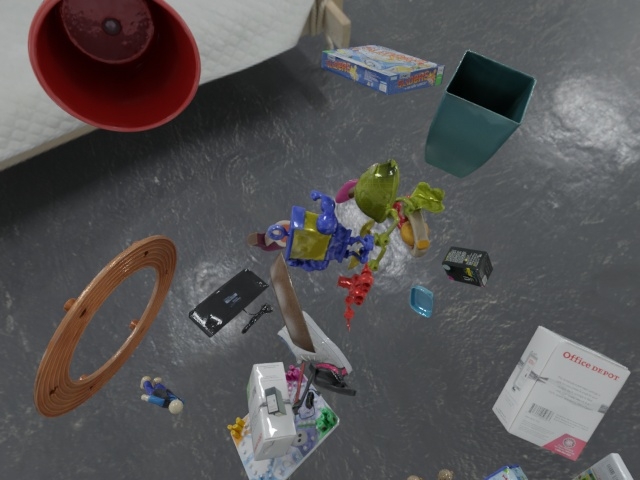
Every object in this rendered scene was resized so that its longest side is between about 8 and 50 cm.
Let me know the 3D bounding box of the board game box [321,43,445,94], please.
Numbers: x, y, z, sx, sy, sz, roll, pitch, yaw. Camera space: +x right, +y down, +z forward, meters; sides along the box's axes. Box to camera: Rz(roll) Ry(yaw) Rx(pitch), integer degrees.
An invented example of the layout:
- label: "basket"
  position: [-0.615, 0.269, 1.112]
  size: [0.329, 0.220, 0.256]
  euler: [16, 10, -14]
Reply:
- label: "board game box"
  position: [0.114, -0.331, 0.788]
  size: [0.136, 0.035, 0.201]
  euler: [-21, 43, -28]

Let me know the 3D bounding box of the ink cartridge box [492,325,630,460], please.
- label: "ink cartridge box"
  position: [0.633, 0.403, 1.102]
  size: [0.208, 0.117, 0.282]
  euler: [25, 98, -2]

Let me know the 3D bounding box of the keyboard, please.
- label: "keyboard"
  position: [-0.296, 0.240, 1.487]
  size: [0.202, 0.033, 0.317]
  euler: [38, 43, 10]

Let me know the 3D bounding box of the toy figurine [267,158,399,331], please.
- label: "toy figurine"
  position: [0.000, 0.000, 0.809]
  size: [0.218, 0.362, 0.191]
  euler: [13, 48, -1]

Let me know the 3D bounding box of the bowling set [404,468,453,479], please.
- label: "bowling set"
  position: [0.313, 0.766, 1.183]
  size: [0.287, 0.199, 0.154]
  euler: [-18, 72, -18]

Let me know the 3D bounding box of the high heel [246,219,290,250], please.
- label: "high heel"
  position: [-0.160, -0.017, 1.939]
  size: [0.378, 0.182, 0.127]
  euler: [-3, 81, 40]

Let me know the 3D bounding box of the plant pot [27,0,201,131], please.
- label: "plant pot"
  position: [-0.398, -0.386, 0.800]
  size: [0.275, 0.274, 0.243]
  euler: [-24, 51, -11]

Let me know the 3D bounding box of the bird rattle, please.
- label: "bird rattle"
  position: [0.253, -0.050, 1.186]
  size: [0.143, 0.253, 0.206]
  euler: [-7, 77, -8]

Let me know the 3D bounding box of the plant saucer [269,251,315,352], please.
- label: "plant saucer"
  position: [-0.057, 0.118, 0.767]
  size: [0.036, 0.198, 0.198]
  euler: [-18, 68, -6]

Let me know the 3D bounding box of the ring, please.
- label: "ring"
  position: [-0.359, 0.137, 0.712]
  size: [0.032, 0.336, 0.336]
  euler: [28, 69, 3]

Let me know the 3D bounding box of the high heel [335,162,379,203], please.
- label: "high heel"
  position: [0.172, -0.201, 1.685]
  size: [0.244, 0.082, 0.117]
  euler: [-34, 59, 16]

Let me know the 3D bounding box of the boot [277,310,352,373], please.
- label: "boot"
  position: [-0.023, 0.359, 1.326]
  size: [0.123, 0.095, 0.258]
  euler: [-41, 85, -22]

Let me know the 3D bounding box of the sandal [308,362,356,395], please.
- label: "sandal"
  position: [0.017, 0.240, 0.751]
  size: [0.067, 0.179, 0.040]
  euler: [20, 84, -13]

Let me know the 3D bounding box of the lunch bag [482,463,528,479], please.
- label: "lunch bag"
  position: [0.468, 0.666, 1.048]
  size: [0.151, 0.096, 0.128]
  euler: [-48, 43, 23]

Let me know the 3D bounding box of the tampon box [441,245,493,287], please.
- label: "tampon box"
  position: [0.614, 0.108, 1.727]
  size: [0.161, 0.120, 0.101]
  euler: [11, 57, 45]

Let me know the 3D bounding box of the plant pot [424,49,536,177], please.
- label: "plant pot"
  position: [0.346, -0.269, 0.962]
  size: [0.166, 0.234, 0.165]
  euler: [27, 61, 8]

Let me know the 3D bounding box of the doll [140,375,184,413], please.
- label: "doll"
  position: [-0.454, 0.448, 1.185]
  size: [0.189, 0.129, 0.046]
  euler: [13, 79, 43]

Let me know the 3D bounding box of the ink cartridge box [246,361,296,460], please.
- label: "ink cartridge box"
  position: [-0.184, 0.610, 1.479]
  size: [0.115, 0.198, 0.272]
  euler: [1, 45, -20]

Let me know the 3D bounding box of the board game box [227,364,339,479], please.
- label: "board game box"
  position: [-0.164, 0.724, 1.621]
  size: [0.390, 0.050, 0.390]
  euler: [-43, 29, -11]

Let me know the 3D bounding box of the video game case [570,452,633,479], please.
- label: "video game case"
  position: [0.668, 0.642, 0.935]
  size: [0.026, 0.206, 0.226]
  euler: [7, 39, -9]

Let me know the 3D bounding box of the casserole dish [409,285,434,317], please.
- label: "casserole dish"
  position: [0.458, 0.269, 1.849]
  size: [0.114, 0.188, 0.037]
  euler: [29, 57, 32]

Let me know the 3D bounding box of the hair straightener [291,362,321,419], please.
- label: "hair straightener"
  position: [-0.038, 0.506, 1.385]
  size: [0.089, 0.047, 0.230]
  euler: [12, 24, 2]
